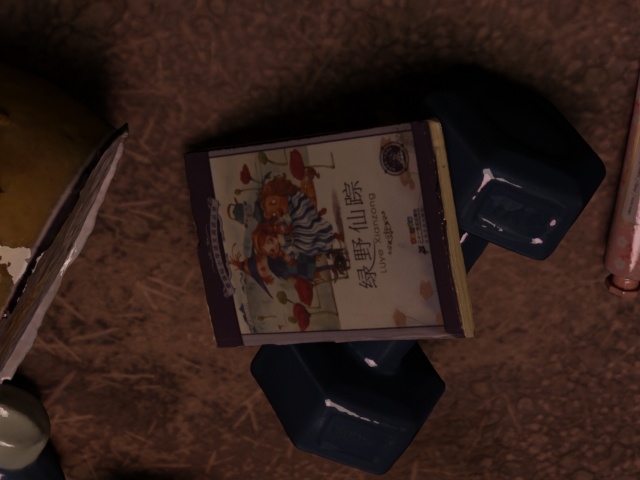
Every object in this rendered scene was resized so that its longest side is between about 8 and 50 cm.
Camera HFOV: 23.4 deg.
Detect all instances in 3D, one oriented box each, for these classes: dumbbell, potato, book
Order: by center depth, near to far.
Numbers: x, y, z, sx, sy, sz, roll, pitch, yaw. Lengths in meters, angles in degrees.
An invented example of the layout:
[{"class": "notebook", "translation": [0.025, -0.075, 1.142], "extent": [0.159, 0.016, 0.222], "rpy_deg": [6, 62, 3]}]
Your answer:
[{"class": "potato", "translation": [-0.280, -0.003, 1.111], "extent": [0.196, 0.246, 0.300], "rpy_deg": [29, 121, 0]}, {"class": "book", "translation": [-0.001, 0.000, 1.132], "extent": [0.231, 0.026, 0.158], "rpy_deg": [-5, 98, 37]}, {"class": "dumbbell", "translation": [0.077, 0.028, 1.194], "extent": [0.144, 0.160, 0.325], "rpy_deg": [-1, 135, -43]}]

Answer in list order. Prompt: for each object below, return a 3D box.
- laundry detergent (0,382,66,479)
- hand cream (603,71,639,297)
[{"class": "laundry detergent", "translation": [-0.309, 0.243, 1.369], "extent": [0.143, 0.094, 0.290], "rpy_deg": [20, 124, -15]}, {"class": "hand cream", "translation": [0.263, -0.049, 1.211], "extent": [0.067, 0.043, 0.210], "rpy_deg": [7, 121, -2]}]
